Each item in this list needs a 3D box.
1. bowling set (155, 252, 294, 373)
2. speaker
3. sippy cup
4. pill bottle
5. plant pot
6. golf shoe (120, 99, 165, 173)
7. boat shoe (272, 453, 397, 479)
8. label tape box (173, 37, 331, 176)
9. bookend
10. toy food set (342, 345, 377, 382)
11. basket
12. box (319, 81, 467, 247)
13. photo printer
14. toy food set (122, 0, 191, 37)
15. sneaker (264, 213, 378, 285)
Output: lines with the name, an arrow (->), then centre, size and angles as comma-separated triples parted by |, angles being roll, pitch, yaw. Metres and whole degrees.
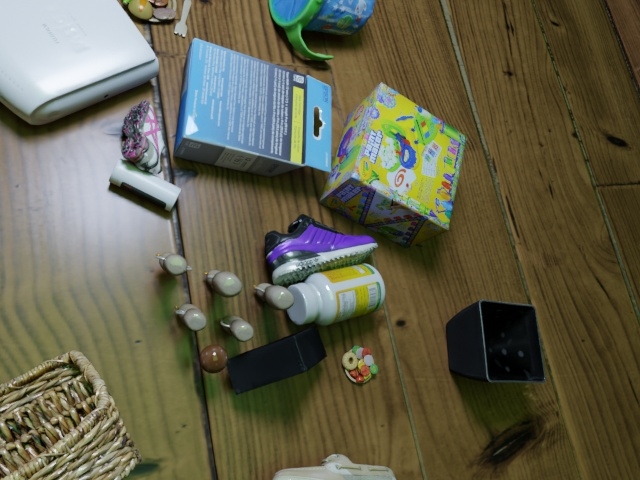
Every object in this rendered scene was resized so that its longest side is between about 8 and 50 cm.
bowling set -> -0.215, 0.145, 0.976 | 0.286, 0.154, 0.200 | 24, 83, -21
speaker -> -0.360, -0.114, 1.014 | 0.136, 0.055, 0.055 | 28, 63, -17
sippy cup -> 0.016, -0.654, 1.300 | 0.224, 0.306, 0.240 | 1, 44, -39
pill bottle -> 0.032, 0.123, 1.095 | 0.208, 0.117, 0.118 | -10, 79, -35
plant pot -> 0.419, 0.261, 1.232 | 0.187, 0.167, 0.188 | 8, 71, -25
golf shoe -> -0.368, -0.216, 1.034 | 0.086, 0.067, 0.186 | 44, 28, -49
boat shoe -> 0.032, 0.496, 1.003 | 0.302, 0.109, 0.098 | 16, 27, -22
label tape box -> -0.149, -0.287, 1.149 | 0.347, 0.115, 0.249 | 10, 70, -27
bookend -> -0.087, 0.244, 1.018 | 0.157, 0.156, 0.073 | -22, 82, 13
toy food set -> 0.092, 0.286, 1.138 | 0.082, 0.020, 0.083 | -27, 87, -32
basket -> -0.456, 0.318, 0.730 | 0.299, 0.213, 0.223 | -26, 88, -32
box -> 0.189, -0.183, 1.251 | 0.279, 0.177, 0.290 | 27, 64, -18
photo printer -> -0.526, -0.387, 0.985 | 0.307, 0.107, 0.256 | -37, 93, -32
toy food set -> -0.398, -0.567, 1.150 | 0.191, 0.038, 0.133 | 14, 68, -23
sneaker -> 0.000, 0.000, 1.140 | 0.293, 0.102, 0.146 | -10, 65, -35
